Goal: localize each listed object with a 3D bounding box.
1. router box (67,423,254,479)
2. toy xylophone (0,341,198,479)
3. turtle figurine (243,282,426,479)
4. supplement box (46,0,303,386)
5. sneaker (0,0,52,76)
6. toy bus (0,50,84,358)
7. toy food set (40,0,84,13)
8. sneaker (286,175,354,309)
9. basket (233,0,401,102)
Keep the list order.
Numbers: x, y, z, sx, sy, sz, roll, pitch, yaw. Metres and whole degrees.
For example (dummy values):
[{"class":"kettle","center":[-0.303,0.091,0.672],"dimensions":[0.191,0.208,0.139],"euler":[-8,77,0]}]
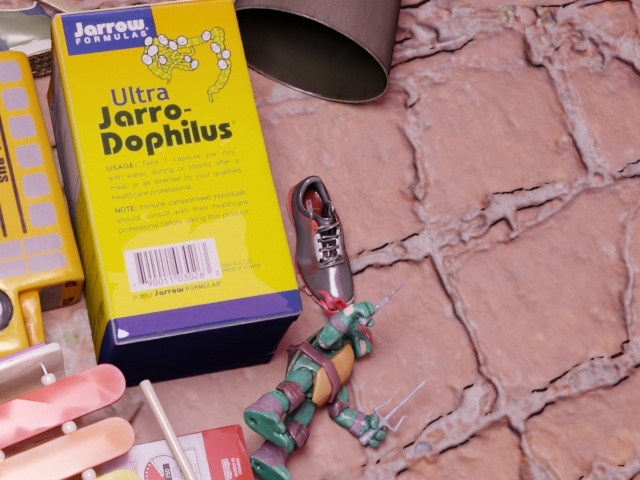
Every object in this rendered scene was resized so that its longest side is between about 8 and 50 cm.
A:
[{"class":"router box","center":[-0.191,0.379,1.475],"dimensions":[0.301,0.082,0.335],"euler":[-10,74,-16]},{"class":"toy xylophone","center":[-0.223,0.247,1.425],"dimensions":[0.236,0.081,0.323],"euler":[-29,80,-20]},{"class":"turtle figurine","center":[0.012,0.150,1.587],"dimensions":[0.234,0.118,0.175],"euler":[-43,127,-34]},{"class":"supplement box","center":[-0.162,-0.049,1.571],"dimensions":[0.195,0.194,0.357],"euler":[-9,73,-15]},{"class":"sneaker","center":[-0.385,-0.218,1.658],"dimensions":[0.192,0.064,0.086],"euler":[-13,66,-16]},{"class":"toy bus","center":[-0.337,-0.025,1.572],"dimensions":[0.130,0.108,0.333],"euler":[-12,73,-18]},{"class":"toy food set","center":[-0.293,-0.344,1.737],"dimensions":[0.132,0.038,0.192],"euler":[29,62,-9]},{"class":"sneaker","center":[0.000,0.000,1.659],"dimensions":[0.061,0.065,0.158],"euler":[-15,75,-17]},{"class":"basket","center":[0.015,-0.303,1.729],"dimensions":[0.204,0.154,0.227],"euler":[21,64,-2]}]
